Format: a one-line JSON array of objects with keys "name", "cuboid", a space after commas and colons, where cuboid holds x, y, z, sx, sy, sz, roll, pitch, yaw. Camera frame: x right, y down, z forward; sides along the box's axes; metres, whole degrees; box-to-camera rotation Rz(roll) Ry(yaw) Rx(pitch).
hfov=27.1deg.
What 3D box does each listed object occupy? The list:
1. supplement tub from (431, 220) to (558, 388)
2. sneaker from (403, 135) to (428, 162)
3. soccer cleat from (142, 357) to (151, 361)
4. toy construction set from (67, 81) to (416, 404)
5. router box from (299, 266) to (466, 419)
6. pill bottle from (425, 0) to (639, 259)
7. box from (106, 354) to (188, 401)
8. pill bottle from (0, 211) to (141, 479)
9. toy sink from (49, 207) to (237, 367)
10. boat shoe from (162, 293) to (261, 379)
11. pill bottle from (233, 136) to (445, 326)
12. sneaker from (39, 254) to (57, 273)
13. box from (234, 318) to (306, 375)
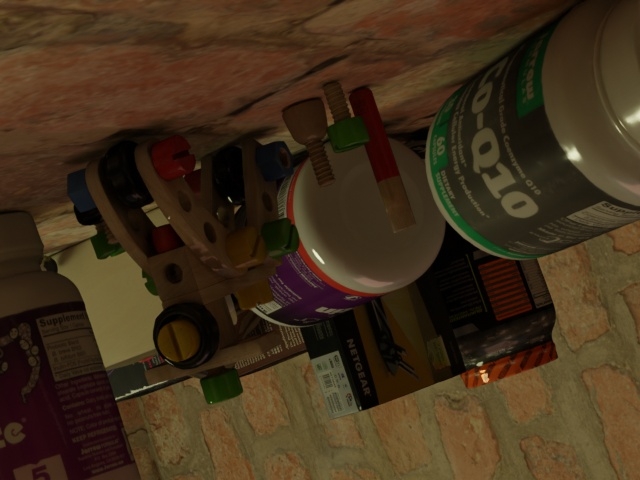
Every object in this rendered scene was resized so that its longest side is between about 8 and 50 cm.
[{"name": "supplement tub", "cuboid": [0.263, 0.063, 2.213, 0.207, 0.338, 0.207, -18, 174, -2]}, {"name": "sneaker", "cuboid": [0.195, -0.107, 1.634, 0.153, 0.094, 0.235, -24, 172, 34]}, {"name": "soccer cleat", "cuboid": [-0.225, 0.111, 2.199, 0.108, 0.116, 0.318, -13, 172, -46]}, {"name": "toy construction set", "cuboid": [-0.061, 0.013, 1.221, 0.309, 0.237, 0.257, -19, 174, -1]}, {"name": "router box", "cuboid": [0.074, 0.092, 2.027, 0.243, 0.309, 0.081, -14, 174, -44]}, {"name": "pill bottle", "cuboid": [0.262, -0.113, 1.245, 0.204, 0.204, 0.361, -16, 173, -25]}, {"name": "box", "cuboid": [-0.288, 0.181, 2.406, 0.270, 0.165, 0.143, -21, 173, 24]}, {"name": "pill bottle", "cuboid": [-0.293, 0.133, 1.280, 0.169, 0.301, 0.169, -19, 174, -2]}, {"name": "toy sink", "cuboid": [-0.195, 0.053, 1.601, 0.234, 0.153, 0.131, -23, 173, 28]}, {"name": "boat shoe", "cuboid": [-0.130, 0.067, 1.802, 0.122, 0.120, 0.324, 14, -155, -3]}, {"name": "pill bottle", "cuboid": [0.000, 0.000, 1.569, 0.181, 0.181, 0.323, -16, 174, -27]}, {"name": "sneaker", "cuboid": [-0.349, 0.035, 1.564, 0.083, 0.031, 0.035, -6, 179, -45]}, {"name": "box", "cuboid": [-0.090, 0.134, 2.487, 0.143, 0.191, 0.381, -14, 173, -38]}]
